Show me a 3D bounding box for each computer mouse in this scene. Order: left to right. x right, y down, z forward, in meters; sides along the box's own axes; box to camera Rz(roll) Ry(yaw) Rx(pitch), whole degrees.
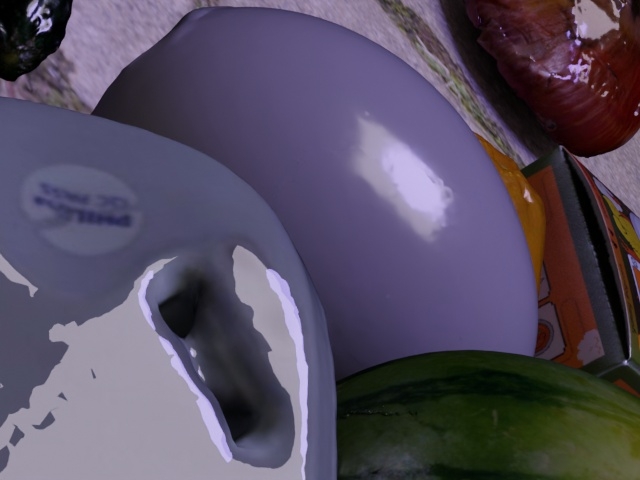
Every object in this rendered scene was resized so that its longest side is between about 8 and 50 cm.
[{"bbox_3d":[-0.093,0.107,0.451,0.197,0.095,0.331,12,64,-15],"label":"computer mouse"}]

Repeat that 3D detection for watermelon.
[{"bbox_3d":[0.059,0.160,0.581,0.242,0.242,0.242,42,29,-30],"label":"watermelon"}]

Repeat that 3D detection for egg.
[{"bbox_3d":[0.000,0.000,0.715,0.232,0.176,0.176,39,27,-3],"label":"egg"}]

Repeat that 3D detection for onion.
[{"bbox_3d":[0.228,-0.194,1.391,0.230,0.163,0.230,42,21,-21],"label":"onion"}]

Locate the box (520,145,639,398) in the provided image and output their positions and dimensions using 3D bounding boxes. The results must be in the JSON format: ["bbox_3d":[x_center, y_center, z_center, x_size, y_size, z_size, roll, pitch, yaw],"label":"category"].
[{"bbox_3d":[0.170,0.078,0.984,0.195,0.148,0.177,38,30,-37],"label":"box"}]

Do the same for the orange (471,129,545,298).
[{"bbox_3d":[0.057,0.001,0.869,0.159,0.136,0.159,40,24,-21],"label":"orange"}]

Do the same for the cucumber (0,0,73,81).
[{"bbox_3d":[-0.150,-0.180,0.740,0.072,0.081,0.303,7,50,-18],"label":"cucumber"}]
